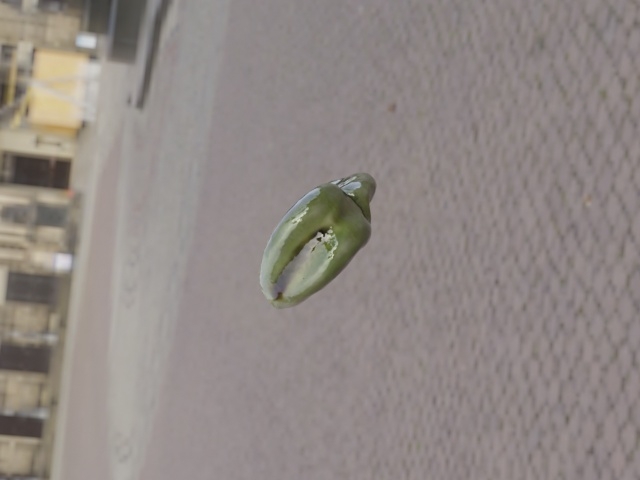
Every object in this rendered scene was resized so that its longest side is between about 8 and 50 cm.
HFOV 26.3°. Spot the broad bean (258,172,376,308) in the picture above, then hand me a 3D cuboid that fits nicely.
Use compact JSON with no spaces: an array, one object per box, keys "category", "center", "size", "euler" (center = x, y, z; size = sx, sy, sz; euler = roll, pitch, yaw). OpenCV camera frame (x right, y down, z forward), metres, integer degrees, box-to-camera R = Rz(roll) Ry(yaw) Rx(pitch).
[{"category":"broad bean","center":[-0.002,-0.002,1.303],"size":[0.153,0.072,0.206],"euler":[-47,0,6]}]
